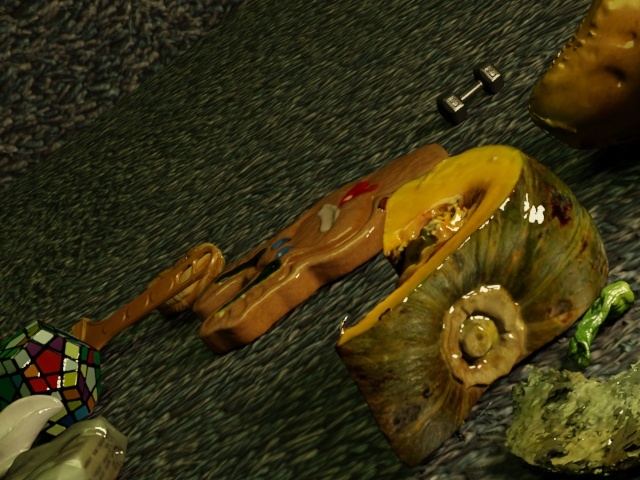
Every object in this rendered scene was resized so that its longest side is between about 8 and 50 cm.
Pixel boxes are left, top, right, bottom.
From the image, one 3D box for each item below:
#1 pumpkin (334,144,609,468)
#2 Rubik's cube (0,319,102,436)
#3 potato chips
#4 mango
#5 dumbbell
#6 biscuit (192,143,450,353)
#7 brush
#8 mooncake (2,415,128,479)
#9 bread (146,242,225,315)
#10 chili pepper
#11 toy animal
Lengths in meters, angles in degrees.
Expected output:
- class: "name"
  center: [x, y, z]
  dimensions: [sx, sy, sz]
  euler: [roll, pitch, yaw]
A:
- class: "pumpkin"
  center: [0.100, 0.044, 1.545]
  dimensions: [0.280, 0.139, 0.190]
  euler: [-39, 21, -20]
- class: "Rubik's cube"
  center: [-0.308, 0.154, 2.080]
  dimensions: [0.112, 0.133, 0.133]
  euler: [-65, 20, -2]
- class: "potato chips"
  center: [0.226, 0.104, 1.331]
  dimensions: [0.220, 0.029, 0.202]
  euler: [-26, 22, 24]
- class: "mango"
  center: [0.299, -0.180, 1.722]
  dimensions: [0.249, 0.156, 0.151]
  euler: [-38, 15, 22]
- class: "dumbbell"
  center: [0.174, -0.172, 2.155]
  dimensions: [0.083, 0.040, 0.036]
  euler: [-40, 50, -14]
- class: "biscuit"
  center: [0.000, 0.000, 2.014]
  dimensions: [0.334, 0.047, 0.202]
  euler: [-34, 17, 5]
- class: "brush"
  center: [-0.227, 0.089, 2.168]
  dimensions: [0.314, 0.017, 0.090]
  euler: [-35, 37, 29]
- class: "mooncake"
  center: [-0.257, 0.240, 1.813]
  dimensions: [0.130, 0.073, 0.125]
  euler: [-23, 20, 30]
- class: "bread"
  center: [-0.161, 0.046, 2.205]
  dimensions: [0.083, 0.044, 0.110]
  euler: [-23, 20, 45]
- class: "chili pepper"
  center: [0.215, 0.065, 1.455]
  dimensions: [0.034, 0.030, 0.091]
  euler: [14, 49, 36]
- class: "toy animal"
  center: [-0.360, 0.245, 1.902]
  dimensions: [0.221, 0.103, 0.131]
  euler: [-36, -26, 17]
